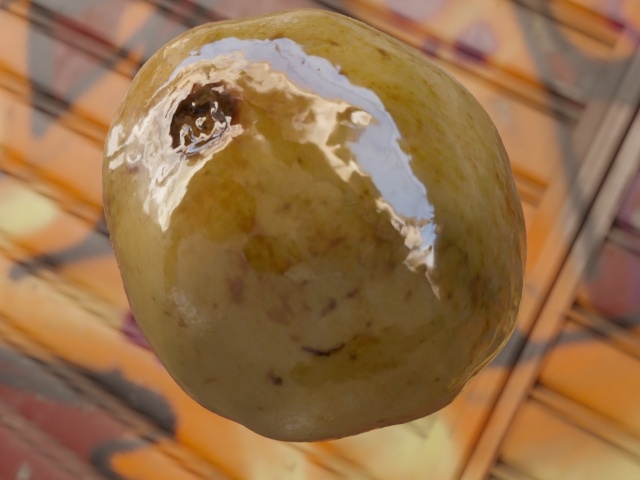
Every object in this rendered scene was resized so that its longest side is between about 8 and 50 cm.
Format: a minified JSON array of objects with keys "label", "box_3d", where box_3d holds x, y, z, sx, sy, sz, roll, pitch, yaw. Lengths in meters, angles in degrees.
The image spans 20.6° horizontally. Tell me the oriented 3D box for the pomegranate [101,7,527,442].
[{"label":"pomegranate","box_3d":[0.000,0.000,0.746,0.196,0.196,0.196,25,7,-3]}]
